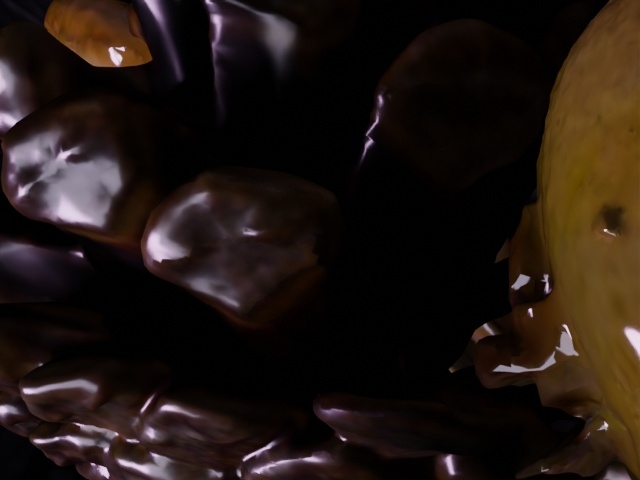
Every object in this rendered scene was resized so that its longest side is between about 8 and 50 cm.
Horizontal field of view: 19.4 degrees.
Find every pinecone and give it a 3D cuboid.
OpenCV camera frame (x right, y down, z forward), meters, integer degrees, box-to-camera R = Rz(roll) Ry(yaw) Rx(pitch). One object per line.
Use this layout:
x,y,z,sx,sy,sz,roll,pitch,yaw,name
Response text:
0.000,-0.003,0.520,0.229,0.201,0.202,7,144,-8,pinecone

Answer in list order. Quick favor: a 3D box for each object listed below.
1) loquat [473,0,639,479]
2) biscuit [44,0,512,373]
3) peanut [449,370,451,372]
0.109,0.006,0.350,0.163,0.163,0.137,46,-156,-25,loquat
-0.012,-0.027,0.794,0.299,0.045,0.154,36,167,19,biscuit
0.023,0.093,0.754,0.263,0.117,0.101,46,147,-12,peanut
